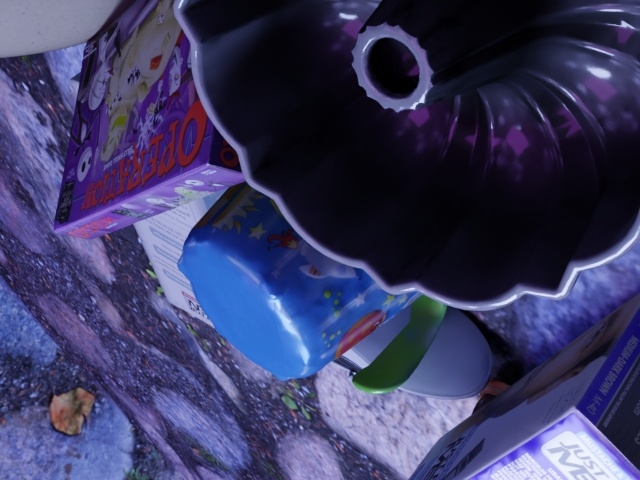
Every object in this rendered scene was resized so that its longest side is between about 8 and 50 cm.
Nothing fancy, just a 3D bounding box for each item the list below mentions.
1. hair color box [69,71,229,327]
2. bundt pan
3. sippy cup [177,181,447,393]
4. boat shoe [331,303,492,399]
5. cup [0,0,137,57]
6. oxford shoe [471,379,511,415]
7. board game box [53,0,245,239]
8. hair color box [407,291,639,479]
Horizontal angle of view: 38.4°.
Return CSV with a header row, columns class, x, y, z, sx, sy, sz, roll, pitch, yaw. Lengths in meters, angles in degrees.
class,x,y,z,sx,sy,sz,roll,pitch,yaw
hair color box,-0.145,-0.047,1.122,0.185,0.113,0.374,26,145,36
bundt pan,0.073,-0.128,0.553,0.331,0.124,0.330,24,135,26
sippy cup,0.000,0.000,0.854,0.305,0.224,0.240,45,152,5
boat shoe,0.049,0.105,1.036,0.306,0.113,0.105,14,161,20
cup,-0.339,-0.314,0.911,0.331,0.237,0.331,35,150,24
oxford shoe,0.206,0.298,1.052,0.130,0.133,0.363,29,147,33
board game box,-0.146,-0.125,0.811,0.347,0.056,0.208,-14,71,55
hair color box,0.184,0.197,0.802,0.110,0.185,0.339,46,136,5
